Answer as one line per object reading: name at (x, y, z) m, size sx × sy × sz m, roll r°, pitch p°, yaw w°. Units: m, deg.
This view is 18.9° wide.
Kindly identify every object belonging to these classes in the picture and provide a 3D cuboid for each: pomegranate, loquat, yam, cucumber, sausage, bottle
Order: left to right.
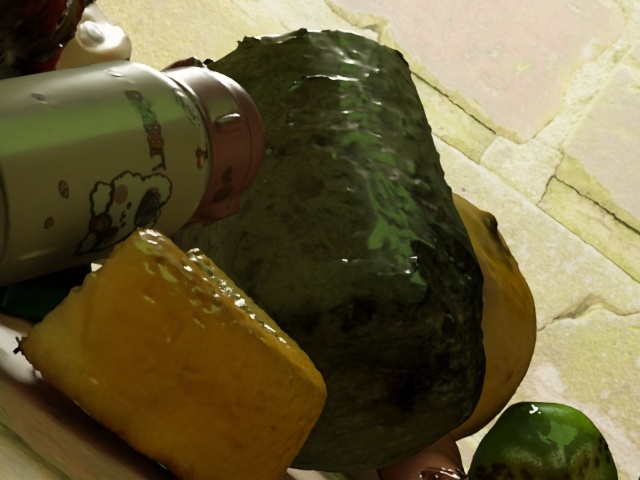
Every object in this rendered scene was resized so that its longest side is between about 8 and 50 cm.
cucumber at (-0.190, -0.005, 1.142) m, size 0.116 × 0.062 × 0.115 m, roll 37°, pitch 7°, yaw 23°
bottle at (-0.127, -0.042, 1.061) m, size 0.110 × 0.110 × 0.233 m, roll 39°, pitch 32°, yaw 26°
yam at (0.000, 0.000, 1.301) m, size 0.195 × 0.195 × 0.300 m, roll 35°, pitch 28°, yaw -39°
loquat at (0.060, 0.069, 1.544) m, size 0.244 × 0.244 × 0.244 m, roll 37°, pitch 3°, yaw -2°
sausage at (0.092, 0.191, 1.309) m, size 0.078 × 0.078 × 0.304 m, roll 36°, pitch 5°, yaw -19°
pomegranate at (0.177, 0.201, 1.539) m, size 0.122 × 0.143 × 0.169 m, roll 2°, pitch -14°, yaw 5°

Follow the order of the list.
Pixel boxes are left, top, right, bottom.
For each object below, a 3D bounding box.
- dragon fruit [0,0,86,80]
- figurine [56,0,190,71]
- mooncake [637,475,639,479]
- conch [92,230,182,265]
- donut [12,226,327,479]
dragon fruit at (-0.220, -0.126, 1.091) m, size 0.218 × 0.223 × 0.148 m, roll 13°, pitch 21°, yaw -38°
figurine at (-0.248, -0.160, 1.845) m, size 0.380 × 0.203 × 0.248 m, roll 50°, pitch 16°, yaw -8°
mooncake at (0.369, 0.263, 1.513) m, size 0.283 × 0.283 × 0.141 m, roll 38°, pitch 9°, yaw 9°
conch at (-0.105, -0.003, 1.462) m, size 0.153 × 0.135 × 0.102 m, roll 20°, pitch -12°, yaw -22°
donut at (-0.065, 0.079, 1.067) m, size 0.152 × 0.101 × 0.259 m, roll 43°, pitch -1°, yaw 4°
